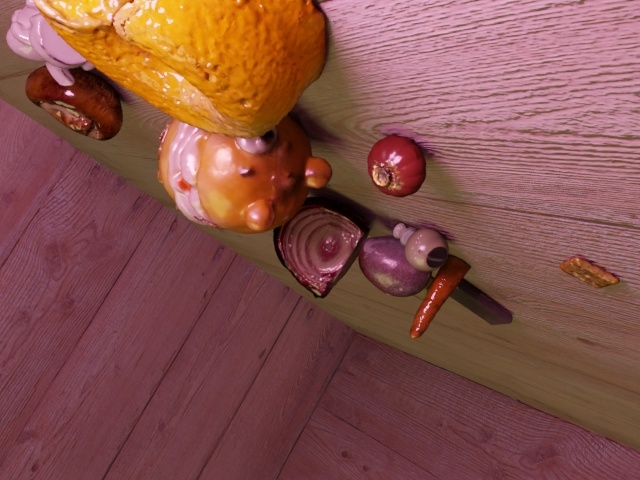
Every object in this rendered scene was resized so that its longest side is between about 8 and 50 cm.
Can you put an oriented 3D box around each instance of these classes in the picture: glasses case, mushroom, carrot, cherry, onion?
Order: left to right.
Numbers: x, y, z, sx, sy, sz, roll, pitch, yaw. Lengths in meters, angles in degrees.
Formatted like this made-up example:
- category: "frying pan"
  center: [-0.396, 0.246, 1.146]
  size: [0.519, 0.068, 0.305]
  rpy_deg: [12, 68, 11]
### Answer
- category: "mushroom"
  center: [-0.624, -0.357, 1.840]
  size: [0.253, 0.153, 0.253]
  rpy_deg: [26, 168, 6]
- category: "onion"
  center: [-0.004, -0.004, 1.734]
  size: [0.207, 0.216, 0.206]
  rpy_deg: [39, -173, 4]
- category: "cherry"
  center: [0.172, 0.057, 1.638]
  size: [0.176, 0.139, 0.176]
  rpy_deg: [9, -167, -2]
- category: "carrot"
  center: [0.261, 0.134, 1.629]
  size: [0.061, 0.209, 0.061]
  rpy_deg: [32, 174, 4]
- category: "glasses case"
  center: [0.399, 0.156, 1.822]
  size: [0.191, 0.042, 0.072]
  rpy_deg: [34, 162, -20]

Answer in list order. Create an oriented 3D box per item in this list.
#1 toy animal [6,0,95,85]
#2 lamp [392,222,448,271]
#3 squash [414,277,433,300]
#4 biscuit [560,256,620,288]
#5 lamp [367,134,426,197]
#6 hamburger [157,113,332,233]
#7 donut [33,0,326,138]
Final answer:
- category: "toy animal"
  center: [-0.522, -0.399, 1.430]
  size: [0.179, 0.127, 0.193]
  rpy_deg: [34, 167, -32]
- category: "lamp"
  center: [0.204, 0.004, 1.538]
  size: [0.091, 0.091, 0.163]
  rpy_deg: [37, -178, -35]
- category: "squash"
  center: [0.238, 0.097, 2.013]
  size: [0.219, 0.041, 0.219]
  rpy_deg: [33, 169, 7]
- category: "biscuit"
  center: [0.461, 0.056, 1.231]
  size: [0.083, 0.018, 0.081]
  rpy_deg: [29, 169, 2]
- category: "lamp"
  center: [0.121, -0.117, 1.131]
  size: [0.101, 0.090, 0.101]
  rpy_deg: [26, 134, 31]
- category: "hamburger"
  center: [-0.132, -0.130, 1.304]
  size: [0.237, 0.276, 0.276]
  rpy_deg: [24, 168, 41]
- category: "donut"
  center: [-0.185, -0.273, 1.002]
  size: [0.435, 0.163, 0.378]
  rpy_deg: [19, 167, 43]
